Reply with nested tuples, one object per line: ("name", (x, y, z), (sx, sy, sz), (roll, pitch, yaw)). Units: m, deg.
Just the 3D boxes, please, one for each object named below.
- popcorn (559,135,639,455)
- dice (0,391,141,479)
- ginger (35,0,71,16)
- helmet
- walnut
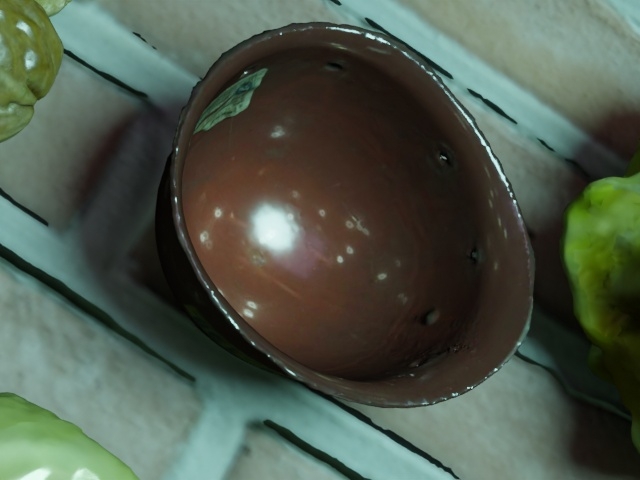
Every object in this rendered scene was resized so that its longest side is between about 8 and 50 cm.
("popcorn", (0.238, 0.032, 0.678), (0.255, 0.195, 0.256), (-1, 72, -32))
("dice", (-0.122, 0.167, 0.493), (0.166, 0.169, 0.169), (46, 62, 0))
("ginger", (-0.115, -0.191, 0.692), (0.176, 0.052, 0.193), (26, 65, -17))
("helmet", (0.000, 0.000, 0.636), (0.175, 0.106, 0.155), (27, 67, -16))
("walnut", (-0.160, -0.085, 0.623), (0.096, 0.082, 0.079), (32, 91, -10))
